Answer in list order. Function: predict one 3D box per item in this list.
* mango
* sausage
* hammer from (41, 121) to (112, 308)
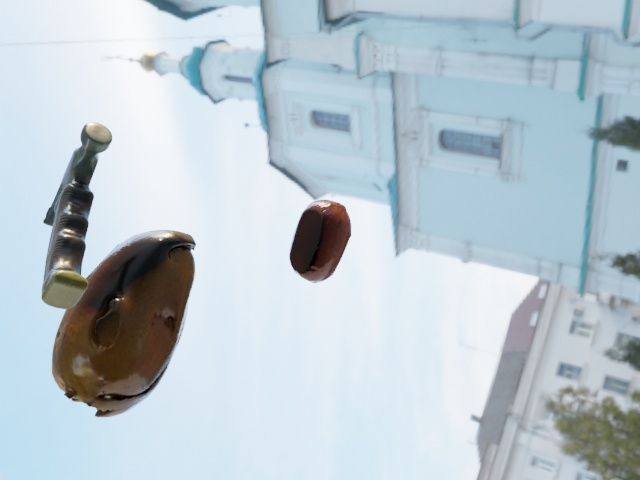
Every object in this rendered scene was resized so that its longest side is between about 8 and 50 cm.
[{"bbox_3d":[-0.279,0.116,1.149,0.287,0.153,0.201,-61,-41,-28],"label":"mango"},{"bbox_3d":[0.000,0.000,0.847,0.054,0.059,0.094,1,-67,-49],"label":"sausage"},{"bbox_3d":[-0.295,-0.016,0.925,0.041,0.158,0.226,16,-138,-26],"label":"hammer"}]
